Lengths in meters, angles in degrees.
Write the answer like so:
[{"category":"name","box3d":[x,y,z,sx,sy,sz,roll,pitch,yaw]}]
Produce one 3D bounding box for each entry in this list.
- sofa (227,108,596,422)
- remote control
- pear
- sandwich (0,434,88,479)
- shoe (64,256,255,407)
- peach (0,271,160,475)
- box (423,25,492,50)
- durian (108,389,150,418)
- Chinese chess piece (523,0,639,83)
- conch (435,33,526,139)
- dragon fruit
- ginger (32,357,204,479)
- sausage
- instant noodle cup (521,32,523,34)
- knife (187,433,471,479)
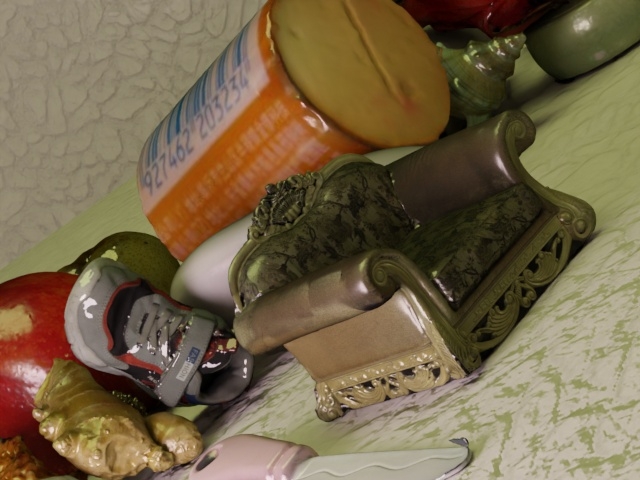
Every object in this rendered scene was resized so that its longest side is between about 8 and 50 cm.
[{"category":"sofa","box3d":[0.066,0.001,1.495,0.200,0.182,0.258,-21,18,50]},{"category":"remote control","box3d":[0.000,0.000,1.791,0.332,0.103,0.221,-30,-15,25]},{"category":"pear","box3d":[-0.248,0.063,2.277,0.167,0.136,0.167,-35,12,9]},{"category":"sandwich","box3d":[-0.299,0.275,1.670,0.212,0.109,0.292,-27,16,-3]},{"category":"shoe","box3d":[-0.140,0.102,1.711,0.125,0.227,0.099,17,74,41]},{"category":"peach","box3d":[-0.288,0.149,1.952,0.275,0.245,0.248,-12,52,41]},{"category":"box","box3d":[0.057,-0.144,2.215,0.349,0.141,0.288,-32,11,19]},{"category":"durian","box3d":[-0.203,0.190,1.808,0.080,0.091,0.080,-29,-29,-18]},{"category":"Chinese chess piece","box3d":[0.320,-0.262,2.074,0.188,0.083,0.188,-34,13,9]},{"category":"conch","box3d":[0.151,-0.137,1.993,0.114,0.137,0.234,-15,-43,-45]},{"category":"dragon fruit","box3d":[0.166,-0.315,2.056,0.293,0.234,0.234,-43,11,2]},{"category":"ginger","box3d":[-0.212,0.178,1.703,0.205,0.081,0.115,15,45,39]},{"category":"sausage","box3d":[-0.034,-0.113,1.934,0.287,0.233,0.233,-45,3,42]},{"category":"instant noodle cup","box3d":[0.280,-0.368,2.302,0.178,0.235,0.235,-46,12,-6]},{"category":"knife","box3d":[-0.008,0.177,1.365,0.081,0.043,0.336,-48,18,-27]}]
